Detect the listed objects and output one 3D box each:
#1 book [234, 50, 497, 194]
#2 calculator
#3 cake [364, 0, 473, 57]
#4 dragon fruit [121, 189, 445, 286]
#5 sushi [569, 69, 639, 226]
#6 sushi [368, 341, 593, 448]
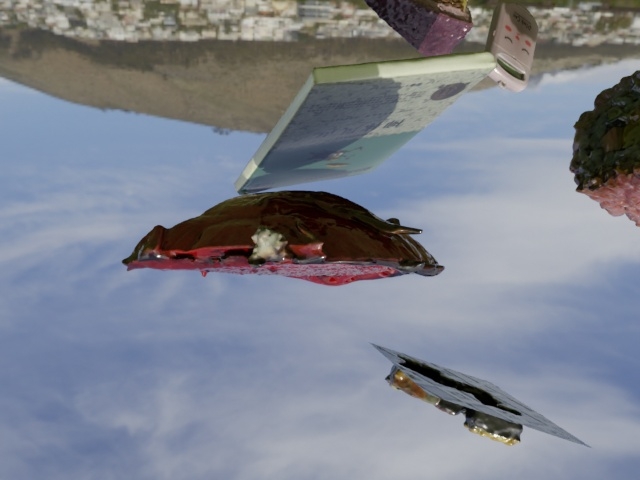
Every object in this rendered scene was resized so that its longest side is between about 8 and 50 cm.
[{"bbox_3d":[0.042,-0.158,0.966,0.264,0.031,0.379,-11,168,-23],"label":"book"},{"bbox_3d":[0.338,-0.344,1.189,0.100,0.174,0.032,25,160,-25],"label":"calculator"},{"bbox_3d":[0.129,-0.388,1.036,0.295,0.113,0.115,19,-133,-40],"label":"cake"},{"bbox_3d":[0.000,0.000,0.732,0.283,0.100,0.344,3,175,22],"label":"dragon fruit"},{"bbox_3d":[0.499,-0.141,0.925,0.171,0.236,0.270,32,158,-19],"label":"sushi"},{"bbox_3d":[0.240,0.275,1.120,0.292,0.059,0.294,20,-179,-16],"label":"sushi"}]
